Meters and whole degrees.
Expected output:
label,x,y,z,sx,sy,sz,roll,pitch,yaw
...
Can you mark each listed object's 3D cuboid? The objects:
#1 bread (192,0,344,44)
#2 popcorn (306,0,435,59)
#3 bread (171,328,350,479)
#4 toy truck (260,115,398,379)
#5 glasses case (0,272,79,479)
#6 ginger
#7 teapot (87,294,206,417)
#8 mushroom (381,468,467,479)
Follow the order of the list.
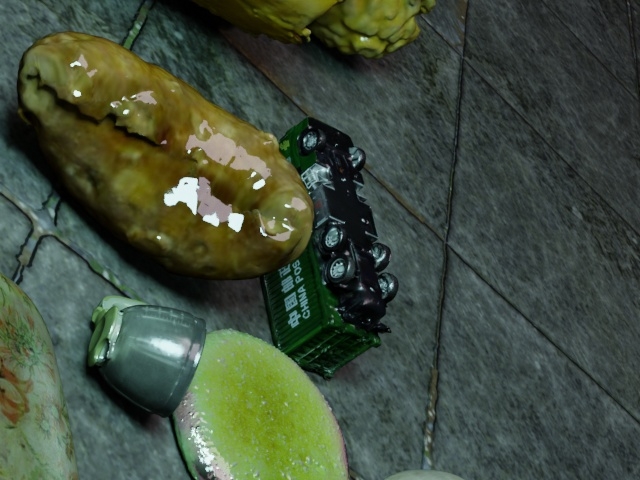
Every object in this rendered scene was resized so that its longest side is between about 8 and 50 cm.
label,x,y,z,sx,sy,sz,roll,pitch,yaw
bread,-0.127,-0.390,1.588,0.394,0.361,0.250,22,86,-29
popcorn,0.049,-0.363,1.884,0.250,0.190,0.250,36,28,-22
bread,-0.048,0.180,1.321,0.228,0.033,0.228,38,32,-29
toy truck,0.000,0.000,1.491,0.088,0.121,0.259,24,41,-40
glasses case,-0.231,0.197,0.970,0.156,0.098,0.425,27,38,-48
ginger,-0.155,-0.072,1.324,0.321,0.172,0.165,33,72,-22
teapot,-0.158,0.095,1.225,0.090,0.124,0.092,25,79,-17
mushroom,0.103,0.320,1.269,0.206,0.209,0.206,30,-7,4
